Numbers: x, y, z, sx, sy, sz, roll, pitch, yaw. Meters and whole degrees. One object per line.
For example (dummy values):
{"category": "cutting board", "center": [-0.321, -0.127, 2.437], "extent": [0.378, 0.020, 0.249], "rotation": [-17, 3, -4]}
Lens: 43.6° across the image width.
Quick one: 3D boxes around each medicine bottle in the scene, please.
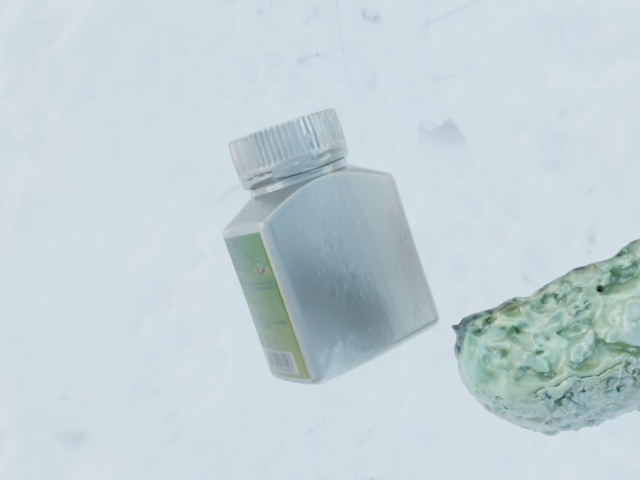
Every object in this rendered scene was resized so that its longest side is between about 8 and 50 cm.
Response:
{"category": "medicine bottle", "center": [0.000, 0.000, 0.622], "extent": [0.132, 0.088, 0.189], "rotation": [-21, 96, -28]}

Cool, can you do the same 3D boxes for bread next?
{"category": "bread", "center": [0.189, 0.047, 0.422], "extent": [0.232, 0.172, 0.064], "rotation": [-4, 56, -26]}
